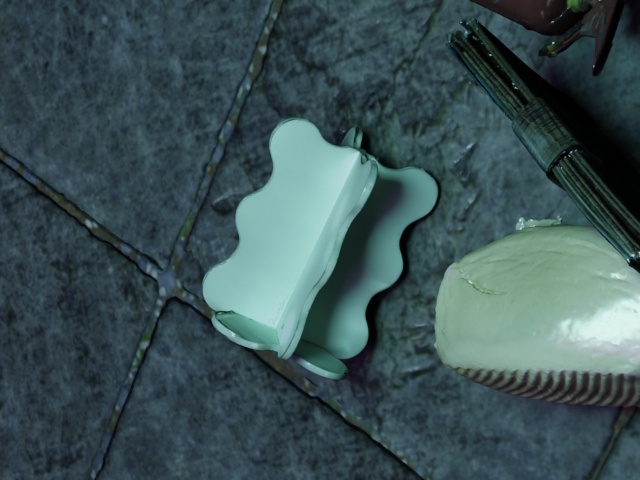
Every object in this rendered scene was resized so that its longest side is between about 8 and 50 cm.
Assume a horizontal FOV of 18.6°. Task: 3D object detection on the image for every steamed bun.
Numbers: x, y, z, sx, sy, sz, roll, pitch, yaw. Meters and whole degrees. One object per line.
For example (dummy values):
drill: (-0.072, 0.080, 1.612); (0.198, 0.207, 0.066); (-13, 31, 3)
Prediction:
steamed bun: (0.218, 0.053, 1.605); (0.239, 0.170, 0.152); (-3, 74, 39)

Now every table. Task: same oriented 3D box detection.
table: (0.000, 0.000, 1.771); (0.166, 0.166, 0.198); (34, 106, 30)

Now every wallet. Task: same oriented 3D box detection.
wallet: (0.218, -0.050, 1.527); (0.044, 0.169, 0.317); (-48, 43, 14)

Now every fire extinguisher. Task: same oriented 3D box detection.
fire extinguisher: (0.124, -0.246, 1.671); (0.341, 0.105, 0.141); (31, 85, 32)
